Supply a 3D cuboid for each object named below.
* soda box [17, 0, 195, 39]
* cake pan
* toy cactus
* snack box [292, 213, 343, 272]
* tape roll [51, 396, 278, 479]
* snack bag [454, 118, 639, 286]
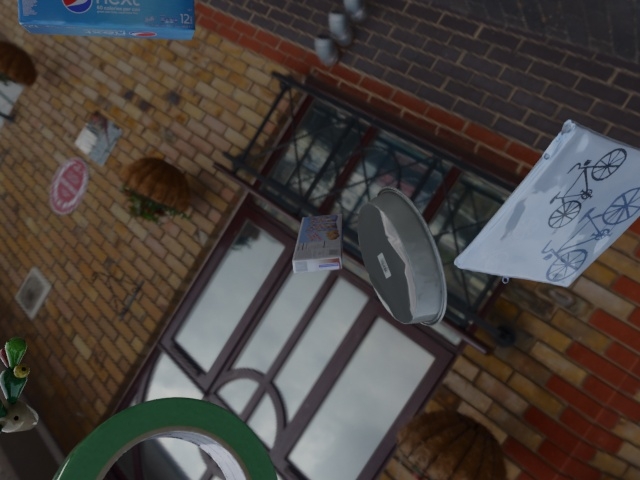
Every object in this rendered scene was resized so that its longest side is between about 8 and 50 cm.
[{"bbox_3d":[-0.272,-0.303,0.760,0.210,0.067,0.071,-3,-171,-16],"label":"soda box"},{"bbox_3d":[0.151,0.039,1.170,0.293,0.054,0.293,162,90,-75],"label":"cake pan"},{"bbox_3d":[-0.489,0.256,0.870,0.112,0.218,0.180,5,156,6],"label":"toy cactus"},{"bbox_3d":[0.000,0.000,0.843,0.064,0.022,0.178,-6,-160,5],"label":"snack box"},{"bbox_3d":[-0.211,0.384,0.813,0.321,0.321,0.077,30,144,-18],"label":"tape roll"},{"bbox_3d":[0.428,-0.043,1.033,0.343,0.323,0.037,9,-140,-32],"label":"snack bag"}]
